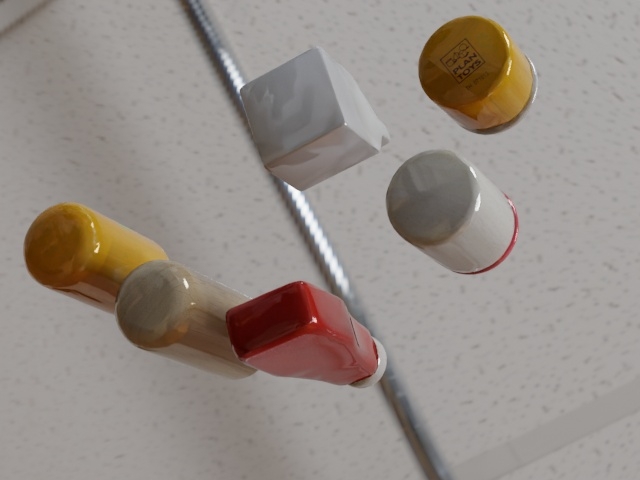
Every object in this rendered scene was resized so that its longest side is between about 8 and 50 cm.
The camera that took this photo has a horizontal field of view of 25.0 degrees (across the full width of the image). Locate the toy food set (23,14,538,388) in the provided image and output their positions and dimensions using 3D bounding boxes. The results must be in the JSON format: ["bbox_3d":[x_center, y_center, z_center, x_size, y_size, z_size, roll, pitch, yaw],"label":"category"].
[{"bbox_3d":[0.000,0.000,0.622,0.232,0.104,0.111,-27,-115,16],"label":"toy food set"}]
